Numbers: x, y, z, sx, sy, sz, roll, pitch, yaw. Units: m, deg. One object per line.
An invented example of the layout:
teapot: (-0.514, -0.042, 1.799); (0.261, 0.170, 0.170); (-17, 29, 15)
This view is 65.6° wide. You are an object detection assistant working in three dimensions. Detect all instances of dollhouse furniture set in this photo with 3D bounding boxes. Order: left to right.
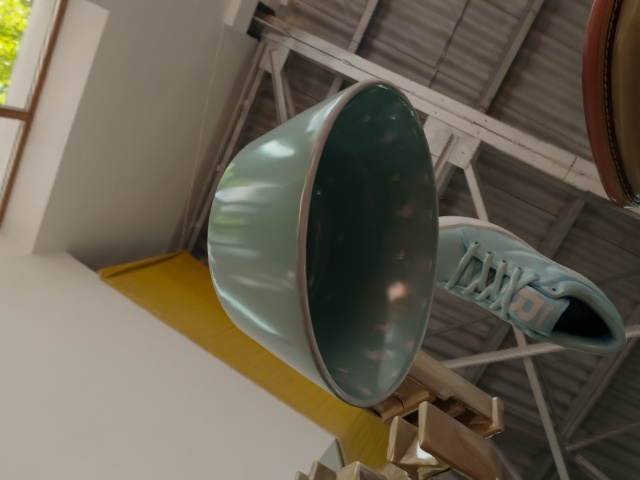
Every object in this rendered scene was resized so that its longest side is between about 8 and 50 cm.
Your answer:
dollhouse furniture set: (0.150, 0.399, 0.814); (0.256, 0.394, 0.362); (34, -51, -11)

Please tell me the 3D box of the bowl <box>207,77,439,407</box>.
bowl: (0.000, 0.000, 0.524); (0.163, 0.311, 0.312); (3, -84, 30)

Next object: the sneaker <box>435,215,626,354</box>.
sneaker: (0.304, 0.069, 0.764); (0.365, 0.150, 0.135); (19, -74, -3)

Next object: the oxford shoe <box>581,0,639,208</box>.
oxford shoe: (0.255, -0.167, 0.310); (0.130, 0.123, 0.349); (21, -45, 42)
